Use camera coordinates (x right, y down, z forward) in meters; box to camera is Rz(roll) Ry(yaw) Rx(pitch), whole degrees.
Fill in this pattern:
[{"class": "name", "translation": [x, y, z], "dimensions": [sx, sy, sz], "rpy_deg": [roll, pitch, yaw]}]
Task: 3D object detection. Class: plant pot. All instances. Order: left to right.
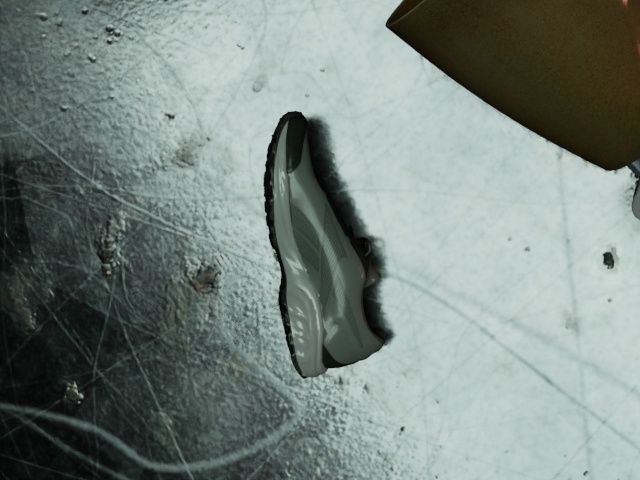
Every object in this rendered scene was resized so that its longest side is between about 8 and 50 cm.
[{"class": "plant pot", "translation": [0.231, -0.195, 1.416], "dimensions": [0.237, 0.237, 0.254], "rpy_deg": [-42, 99, 10]}]

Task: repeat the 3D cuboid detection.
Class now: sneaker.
[{"class": "sneaker", "translation": [0.000, 0.000, 1.525], "dimensions": [0.108, 0.100, 0.272], "rpy_deg": [-11, 94, -3]}]

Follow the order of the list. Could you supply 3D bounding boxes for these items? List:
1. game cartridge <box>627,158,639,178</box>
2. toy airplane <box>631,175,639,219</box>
[{"class": "game cartridge", "translation": [0.343, -0.097, 1.488], "dimensions": [0.056, 0.017, 0.083], "rpy_deg": [45, 99, 2]}, {"class": "toy airplane", "translation": [0.463, -0.025, 1.287], "dimensions": [0.384, 0.386, 0.272], "rpy_deg": [-30, 44, 24]}]
